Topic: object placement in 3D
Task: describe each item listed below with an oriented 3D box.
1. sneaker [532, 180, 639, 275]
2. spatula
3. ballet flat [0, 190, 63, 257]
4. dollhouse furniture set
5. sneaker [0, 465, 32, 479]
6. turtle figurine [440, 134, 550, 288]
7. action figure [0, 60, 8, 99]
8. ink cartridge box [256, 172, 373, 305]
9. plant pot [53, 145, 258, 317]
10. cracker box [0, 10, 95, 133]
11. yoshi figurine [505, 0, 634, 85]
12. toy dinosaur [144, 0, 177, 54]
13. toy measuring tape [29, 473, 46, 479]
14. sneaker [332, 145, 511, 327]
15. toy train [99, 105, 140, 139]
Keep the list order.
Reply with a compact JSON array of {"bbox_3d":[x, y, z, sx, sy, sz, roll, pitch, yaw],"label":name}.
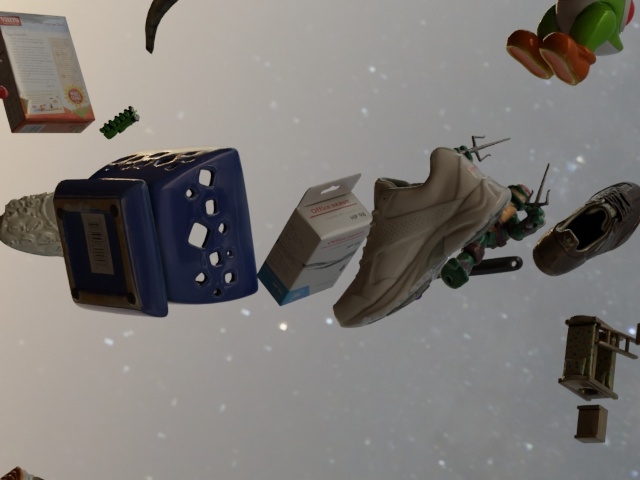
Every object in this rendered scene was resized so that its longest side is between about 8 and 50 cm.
[{"bbox_3d":[0.322,-0.020,1.303,0.188,0.066,0.071,-34,171,-32],"label":"sneaker"},{"bbox_3d":[0.237,0.059,2.124,0.030,0.296,0.084,-153,-124,-72],"label":"spatula"},{"bbox_3d":[-0.436,-0.045,2.269,0.147,0.409,0.147,-5,-97,45],"label":"ballet flat"},{"bbox_3d":[0.465,0.214,1.806,0.161,0.101,0.182,-12,-123,42],"label":"dollhouse furniture set"},{"bbox_3d":[-0.301,0.338,1.224,0.099,0.121,0.262,-38,-159,-6],"label":"sneaker"},{"bbox_3d":[0.225,-0.038,1.548,0.175,0.118,0.234,30,-125,35],"label":"turtle figurine"},{"bbox_3d":[-0.517,-0.231,1.689,0.091,0.139,0.280,-57,165,-8],"label":"action figure"},{"bbox_3d":[0.000,0.000,1.516,0.060,0.104,0.180,52,-44,21],"label":"ink cartridge box"},{"bbox_3d":[-0.257,-0.009,1.726,0.236,0.212,0.236,3,-74,43],"label":"plant pot"},{"bbox_3d":[-0.541,-0.321,2.207,0.067,0.155,0.232,-30,-108,43],"label":"cracker box"},{"bbox_3d":[0.450,-0.442,1.865,0.362,0.203,0.203,-51,166,-5],"label":"yoshi figurine"},{"bbox_3d":[-0.199,-0.403,1.627,0.268,0.118,0.064,-46,-177,13],"label":"toy dinosaur"},{"bbox_3d":[-0.441,0.484,1.988,0.330,0.121,0.121,17,-102,34],"label":"toy measuring tape"},{"bbox_3d":[0.084,-0.006,1.180,0.232,0.115,0.090,-45,169,21],"label":"sneaker"},{"bbox_3d":[-0.272,-0.159,1.556,0.083,0.024,0.017,-22,-152,47],"label":"toy train"}]
